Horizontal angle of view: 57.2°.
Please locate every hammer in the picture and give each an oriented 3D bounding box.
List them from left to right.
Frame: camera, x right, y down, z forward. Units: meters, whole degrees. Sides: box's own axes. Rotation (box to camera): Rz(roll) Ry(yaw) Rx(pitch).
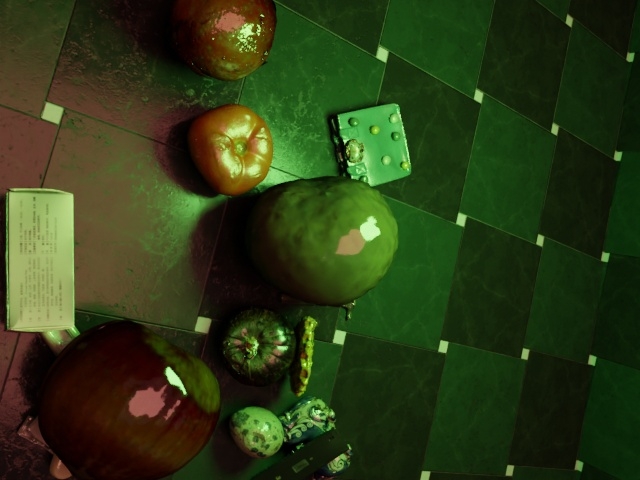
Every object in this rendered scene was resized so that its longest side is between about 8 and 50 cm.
[{"bbox_3d":[-0.006,0.198,1.936,0.297,0.027,0.125,6,89,-32],"label":"hammer"}]

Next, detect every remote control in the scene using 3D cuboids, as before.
[{"bbox_3d":[-0.682,0.207,1.487,0.078,0.042,0.221,-36,109,-25],"label":"remote control"}]

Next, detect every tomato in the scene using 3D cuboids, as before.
[{"bbox_3d":[-0.255,-0.257,1.665,0.259,0.180,0.260,-3,95,-35],"label":"tomato"}]

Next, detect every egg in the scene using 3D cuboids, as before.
[{"bbox_3d":[-0.194,0.572,1.761,0.181,0.141,0.141,39,71,-16],"label":"egg"}]

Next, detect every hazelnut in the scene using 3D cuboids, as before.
[{"bbox_3d":[-0.448,0.403,1.443,0.402,0.402,0.429,-54,130,-19],"label":"hazelnut"}]

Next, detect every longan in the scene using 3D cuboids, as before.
[{"bbox_3d":[0.005,0.003,1.713,0.435,0.404,0.404,-8,97,-1],"label":"longan"}]

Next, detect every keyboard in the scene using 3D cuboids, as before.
[{"bbox_3d":[-0.066,0.690,1.822,0.317,0.027,0.106,-33,105,5],"label":"keyboard"}]

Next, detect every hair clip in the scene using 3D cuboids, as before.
[{"bbox_3d":[-0.656,0.516,1.507,0.218,0.071,0.159,52,54,-27],"label":"hair clip"}]

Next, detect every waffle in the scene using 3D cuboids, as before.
[{"bbox_3d":[-0.058,0.349,1.782,0.052,0.254,0.245,10,73,-10],"label":"waffle"}]

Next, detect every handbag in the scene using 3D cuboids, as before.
[{"bbox_3d":[0.182,-0.317,1.994,0.274,0.100,0.269,-18,102,-32],"label":"handbag"}]

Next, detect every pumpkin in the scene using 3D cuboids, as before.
[{"bbox_3d":[-0.183,0.306,1.716,0.237,0.159,0.238,0,84,-1],"label":"pumpkin"}]

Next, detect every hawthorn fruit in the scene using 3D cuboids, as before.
[{"bbox_3d":[-0.262,-0.591,1.591,0.315,0.316,0.316,-1,93,-33],"label":"hawthorn fruit"}]

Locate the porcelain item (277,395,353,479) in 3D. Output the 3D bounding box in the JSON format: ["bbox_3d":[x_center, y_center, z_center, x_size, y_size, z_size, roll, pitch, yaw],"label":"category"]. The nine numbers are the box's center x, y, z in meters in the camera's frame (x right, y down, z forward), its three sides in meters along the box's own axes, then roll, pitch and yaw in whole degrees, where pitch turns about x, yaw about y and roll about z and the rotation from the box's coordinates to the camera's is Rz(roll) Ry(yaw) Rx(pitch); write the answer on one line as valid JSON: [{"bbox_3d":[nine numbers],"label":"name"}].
[{"bbox_3d":[-0.019,0.645,1.884,0.186,0.138,0.288,-28,106,-18],"label":"porcelain item"}]

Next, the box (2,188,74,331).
[{"bbox_3d":[-0.669,0.049,1.382,0.145,0.173,0.333,0,81,-33],"label":"box"}]
